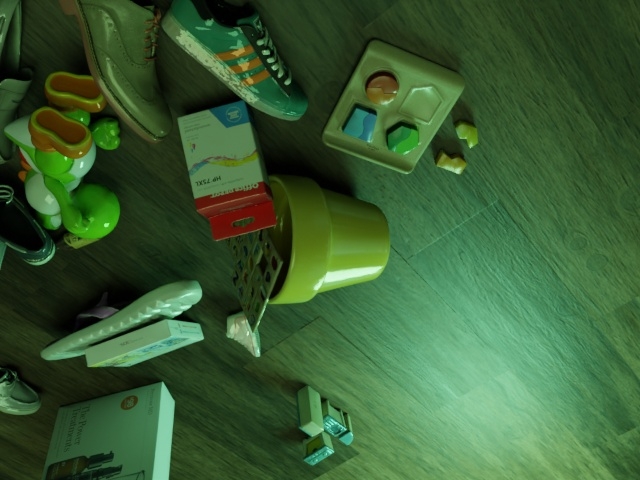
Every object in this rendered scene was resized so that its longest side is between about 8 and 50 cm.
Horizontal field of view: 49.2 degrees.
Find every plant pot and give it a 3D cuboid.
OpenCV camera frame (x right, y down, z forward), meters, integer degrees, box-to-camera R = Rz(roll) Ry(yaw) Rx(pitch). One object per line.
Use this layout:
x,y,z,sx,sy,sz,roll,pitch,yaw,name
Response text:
0.000,0.000,1.412,0.239,0.254,0.254,2,128,-26,plant pot

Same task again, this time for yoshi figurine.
-0.437,-0.122,1.281,0.204,0.203,0.362,-24,162,-32,yoshi figurine

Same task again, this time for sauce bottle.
-0.513,-0.002,1.462,0.128,0.042,0.042,-22,126,8,sauce bottle

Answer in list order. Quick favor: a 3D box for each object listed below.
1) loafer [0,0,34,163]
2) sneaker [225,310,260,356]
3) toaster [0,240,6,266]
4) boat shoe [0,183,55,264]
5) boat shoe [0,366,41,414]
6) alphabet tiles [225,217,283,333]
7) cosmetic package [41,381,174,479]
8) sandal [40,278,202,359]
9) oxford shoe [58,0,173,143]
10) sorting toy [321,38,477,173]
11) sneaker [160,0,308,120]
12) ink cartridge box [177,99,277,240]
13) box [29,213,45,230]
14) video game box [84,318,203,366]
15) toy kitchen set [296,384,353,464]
-0.557,-0.274,1.212,0.111,0.112,0.319,8,125,-2,loafer
-0.186,0.225,1.665,0.070,0.051,0.134,-11,124,3,sneaker
-0.731,0.035,1.398,0.227,0.146,0.129,-33,123,17,toaster
-0.614,-0.054,1.327,0.254,0.095,0.079,46,158,2,boat shoe
-0.766,0.342,1.664,0.227,0.079,0.081,32,121,-23,boat shoe
-0.144,0.034,1.413,0.009,0.237,0.198,0,132,-28,alphabet tiles
-0.503,0.533,1.651,0.284,0.377,0.097,-13,128,2,cosmetic package
-0.440,0.159,1.547,0.416,0.102,0.169,-24,164,17,sandal
-0.315,-0.328,1.156,0.130,0.123,0.348,-17,116,13,oxford shoe
0.184,-0.236,1.371,0.307,0.041,0.229,17,123,-18,sorting toy
-0.123,-0.330,1.223,0.302,0.108,0.121,34,120,-26,sneaker
-0.171,-0.128,1.301,0.134,0.231,0.078,-15,170,4,ink cartridge box
-0.576,-0.012,1.421,0.018,0.067,0.083,-39,157,-27,box
-0.395,0.235,1.585,0.205,0.048,0.187,-21,169,8,video game box
-0.025,0.516,1.854,0.166,0.122,0.207,-36,122,19,toy kitchen set
